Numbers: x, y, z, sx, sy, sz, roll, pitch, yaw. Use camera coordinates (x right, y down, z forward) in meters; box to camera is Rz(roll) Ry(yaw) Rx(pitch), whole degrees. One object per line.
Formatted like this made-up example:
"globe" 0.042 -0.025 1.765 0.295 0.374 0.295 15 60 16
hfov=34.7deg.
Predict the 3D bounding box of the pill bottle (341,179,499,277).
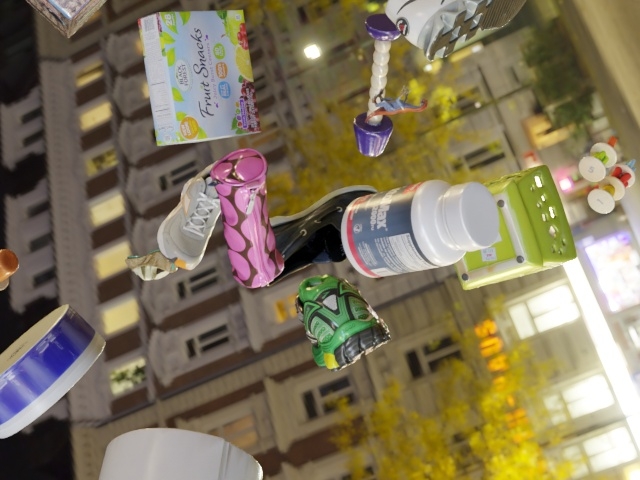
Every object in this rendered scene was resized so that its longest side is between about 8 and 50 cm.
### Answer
"pill bottle" 0.125 -0.018 1.271 0.108 0.180 0.108 14 -110 -46

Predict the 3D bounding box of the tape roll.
"tape roll" -0.217 0.409 1.520 0.246 0.246 0.169 53 -146 -44

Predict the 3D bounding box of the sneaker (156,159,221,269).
"sneaker" -0.233 -0.061 1.971 0.099 0.121 0.262 29 -138 -17

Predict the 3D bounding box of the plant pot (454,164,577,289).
"plant pot" 0.392 -0.021 2.221 0.207 0.228 0.227 -16 -93 -56

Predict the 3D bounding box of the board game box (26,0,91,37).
"board game box" -0.473 -0.495 1.770 0.232 0.141 0.291 43 173 -13

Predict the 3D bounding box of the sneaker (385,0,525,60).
"sneaker" 0.248 -0.432 1.775 0.146 0.330 0.122 43 140 22

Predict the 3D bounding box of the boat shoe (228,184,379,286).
"boat shoe" 0.001 -0.003 1.871 0.340 0.127 0.113 -18 -126 -38

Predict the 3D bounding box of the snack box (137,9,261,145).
"snack box" -0.195 -0.267 1.672 0.174 0.070 0.207 -12 -84 -42

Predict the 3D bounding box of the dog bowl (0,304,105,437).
"dog bowl" -0.545 0.246 1.952 0.104 0.265 0.265 50 -163 -13

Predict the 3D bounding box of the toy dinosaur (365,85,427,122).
"toy dinosaur" 0.126 -0.214 1.626 0.082 0.090 0.047 30 -146 15

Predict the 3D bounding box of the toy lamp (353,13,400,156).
"toy lamp" 0.104 -0.279 1.892 0.080 0.080 0.274 -97 7 -51

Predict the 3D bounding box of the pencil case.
"pencil case" -0.104 -0.026 1.499 0.098 0.095 0.209 40 151 42

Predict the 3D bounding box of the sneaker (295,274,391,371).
"sneaker" 0.030 0.118 1.655 0.146 0.134 0.343 61 173 4

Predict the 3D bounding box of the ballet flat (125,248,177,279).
"ballet flat" -0.409 0.062 2.463 0.073 0.206 0.067 2 -99 -37

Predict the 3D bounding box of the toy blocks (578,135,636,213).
"toy blocks" 0.552 -0.140 1.936 0.148 0.054 0.123 -42 -59 -38

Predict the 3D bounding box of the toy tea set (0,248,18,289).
"toy tea set" -0.852 0.058 2.325 0.336 0.124 0.200 33 -134 -43
